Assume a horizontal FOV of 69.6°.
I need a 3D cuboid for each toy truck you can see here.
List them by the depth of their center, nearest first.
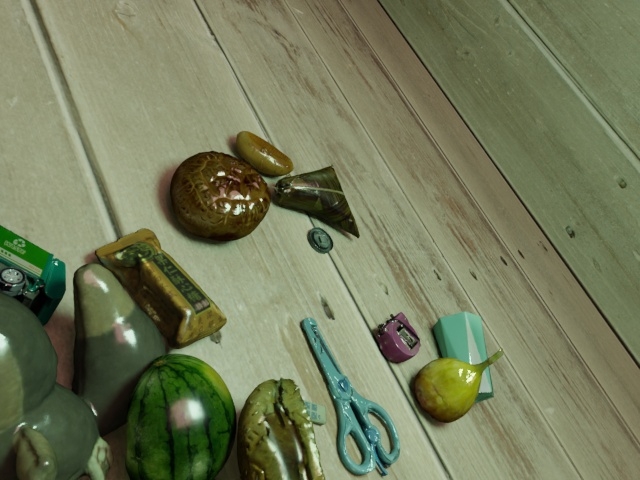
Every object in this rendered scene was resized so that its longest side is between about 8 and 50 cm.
[{"bbox_3d":[-0.534,0.042,0.726,0.253,0.114,0.124,36,26,-15],"label":"toy truck"}]

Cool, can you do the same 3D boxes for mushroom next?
[{"bbox_3d":[-0.237,-0.112,1.109,0.253,0.153,0.253,19,42,-18],"label":"mushroom"}]

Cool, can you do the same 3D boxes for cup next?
[{"bbox_3d":[0.424,0.343,1.348,0.148,0.134,0.236,19,47,-27],"label":"cup"}]

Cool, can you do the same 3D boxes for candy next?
[{"bbox_3d":[-0.314,0.088,0.902,0.271,0.101,0.143,48,32,10],"label":"candy"}]

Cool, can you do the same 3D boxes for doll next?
[{"bbox_3d":[-0.420,0.159,0.633,0.378,0.252,0.382,-74,153,-69],"label":"doll"}]

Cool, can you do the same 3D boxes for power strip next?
[{"bbox_3d":[-0.024,0.369,0.993,0.090,0.016,0.040,25,43,-25],"label":"power strip"}]

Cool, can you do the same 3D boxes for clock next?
[{"bbox_3d":[0.000,0.000,1.334,0.085,0.017,0.085,25,44,-26],"label":"clock"}]

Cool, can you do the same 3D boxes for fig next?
[{"bbox_3d":[0.369,0.356,1.192,0.159,0.257,0.159,37,24,-19],"label":"fig"}]

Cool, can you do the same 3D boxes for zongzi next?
[{"bbox_3d":[-0.007,-0.090,1.343,0.247,0.111,0.241,-19,78,-44],"label":"zongzi"}]

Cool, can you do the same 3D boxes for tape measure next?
[{"bbox_3d":[0.212,0.267,1.258,0.125,0.074,0.118,51,39,7],"label":"tape measure"}]

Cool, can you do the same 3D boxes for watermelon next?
[{"bbox_3d":[-0.198,0.291,0.715,0.204,0.127,0.232,9,71,-73],"label":"watermelon"}]

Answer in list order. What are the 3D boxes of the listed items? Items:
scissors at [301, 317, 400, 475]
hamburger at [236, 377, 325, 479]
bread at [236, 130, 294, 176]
[{"bbox_3d":[0.058,0.352,1.073,0.180,0.032,0.393,-8,63,-47],"label":"scissors"},{"bbox_3d":[-0.064,0.374,0.777,0.134,0.285,0.265,-19,66,-13],"label":"hamburger"},{"bbox_3d":[-0.169,-0.246,1.343,0.189,0.077,0.114,35,20,-14],"label":"bread"}]
